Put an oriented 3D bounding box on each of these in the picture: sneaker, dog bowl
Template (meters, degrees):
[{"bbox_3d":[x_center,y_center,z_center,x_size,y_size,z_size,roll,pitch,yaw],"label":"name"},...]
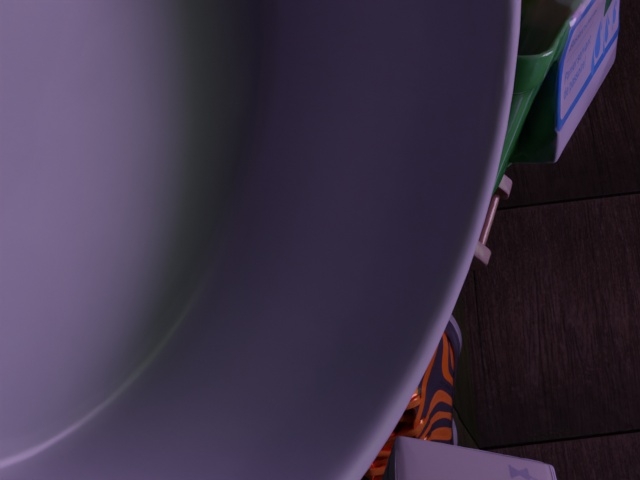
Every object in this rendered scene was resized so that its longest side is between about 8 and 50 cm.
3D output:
[{"bbox_3d":[0.074,0.185,1.045,0.321,0.125,0.180,70,15,-45],"label":"sneaker"},{"bbox_3d":[-0.049,-0.030,0.332,0.265,0.104,0.265,-35,135,-45],"label":"dog bowl"}]

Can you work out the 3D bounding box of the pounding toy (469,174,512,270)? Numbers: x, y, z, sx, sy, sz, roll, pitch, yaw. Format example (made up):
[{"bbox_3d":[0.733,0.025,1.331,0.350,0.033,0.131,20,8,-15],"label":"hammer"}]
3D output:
[{"bbox_3d":[0.059,-0.017,0.923,0.269,0.154,0.155,91,17,-70],"label":"pounding toy"}]

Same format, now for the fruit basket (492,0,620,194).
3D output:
[{"bbox_3d":[0.089,-0.204,0.591,0.327,0.165,0.353,-50,157,-49],"label":"fruit basket"}]

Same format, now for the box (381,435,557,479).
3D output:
[{"bbox_3d":[0.052,0.251,0.670,0.113,0.094,0.275,-89,-168,-61],"label":"box"}]
